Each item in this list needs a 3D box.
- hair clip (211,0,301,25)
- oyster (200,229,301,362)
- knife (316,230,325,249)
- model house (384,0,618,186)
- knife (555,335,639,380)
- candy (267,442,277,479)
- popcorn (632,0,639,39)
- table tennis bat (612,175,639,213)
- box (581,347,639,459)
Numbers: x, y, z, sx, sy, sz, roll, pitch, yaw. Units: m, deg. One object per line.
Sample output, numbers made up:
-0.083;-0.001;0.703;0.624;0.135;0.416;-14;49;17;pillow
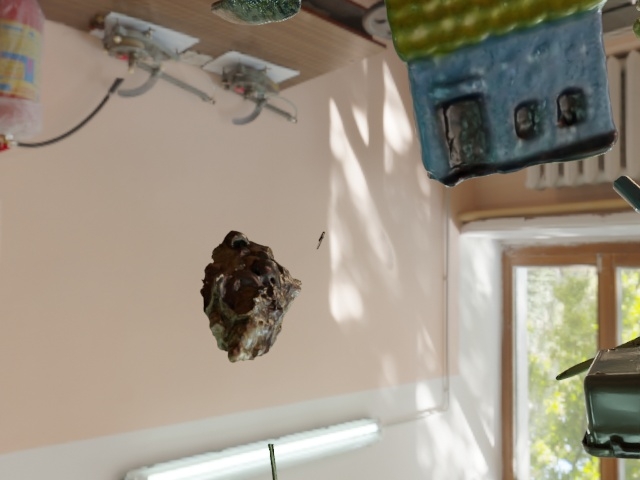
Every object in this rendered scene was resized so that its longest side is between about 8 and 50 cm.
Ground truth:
-0.110;-0.355;0.872;0.229;0.036;0.066;17;160;49;hair clip
-0.166;0.104;1.223;0.221;0.096;0.361;21;-146;3;oyster
0.000;0.000;1.638;0.010;0.023;0.170;36;-164;-5;knife
0.207;-0.255;0.695;0.237;0.304;0.216;-12;-155;13;model house
0.744;0.298;1.482;0.292;0.020;0.043;-28;-163;9;knife
-0.118;0.663;1.521;0.077;0.262;0.073;-39;132;26;candy
0.536;-0.364;0.855;0.135;0.142;0.162;1;180;-22;popcorn
0.710;-0.015;1.174;0.044;0.329;0.215;-35;136;17;table tennis bat
0.383;0.187;0.692;0.123;0.093;0.172;-11;180;33;box
